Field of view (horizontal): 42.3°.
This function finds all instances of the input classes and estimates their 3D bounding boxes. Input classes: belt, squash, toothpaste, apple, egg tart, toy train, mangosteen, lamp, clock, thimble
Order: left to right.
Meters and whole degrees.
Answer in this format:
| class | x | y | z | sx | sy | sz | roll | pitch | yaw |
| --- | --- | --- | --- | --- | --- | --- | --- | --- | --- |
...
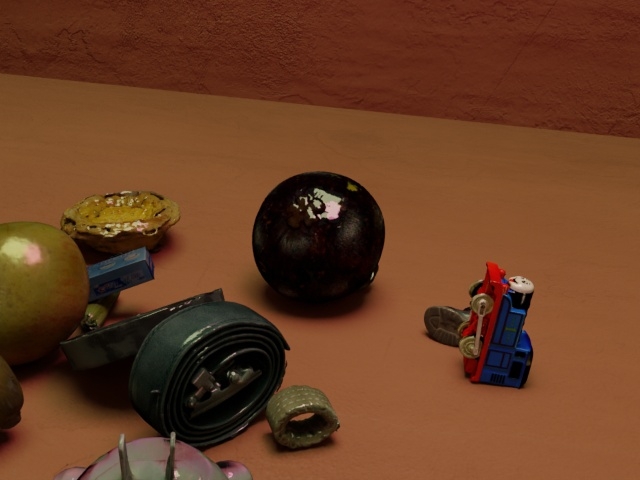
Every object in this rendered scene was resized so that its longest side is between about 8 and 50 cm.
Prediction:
| class | x | y | z | sx | sy | sz | roll | pitch | yaw |
| --- | --- | --- | --- | --- | --- | --- | --- | --- | --- |
| apple | -0.522 | 0.089 | 1.401 | 0.260 | 0.261 | 0.194 | 13 | -3 | 20 |
| toothpaste | -0.447 | 0.087 | 1.552 | 0.272 | 0.053 | 0.066 | -19 | 27 | -3 |
| squash | -0.422 | 0.124 | 1.581 | 0.052 | 0.052 | 0.183 | 4 | 25 | -1 |
| egg tart | -0.443 | -0.030 | 1.866 | 0.290 | 0.107 | 0.291 | 0 | 21 | 0 |
| lamp | -0.191 | 0.341 | 0.902 | 0.247 | 0.247 | 0.301 | -2 | 32 | -7 |
| clock | -0.289 | 0.148 | 1.380 | 0.280 | 0.055 | 0.280 | -19 | 1 | 0 |
| belt | -0.162 | 0.196 | 1.265 | 0.267 | 0.207 | 0.116 | -15 | 30 | -42 |
| thimble | -0.026 | 0.271 | 1.271 | 0.110 | 0.084 | 0.062 | 9 | 22 | -22 |
| mangosteen | 0.000 | 0.000 | 1.691 | 0.288 | 0.288 | 0.288 | 3 | 24 | -2 |
| toy train | 0.314 | 0.150 | 1.454 | 0.131 | 0.204 | 0.083 | 10 | 25 | 3 |

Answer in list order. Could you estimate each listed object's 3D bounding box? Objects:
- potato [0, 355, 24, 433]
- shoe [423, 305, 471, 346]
| class | x | y | z | sx | sy | sz | roll | pitch | yaw |
| --- | --- | --- | --- | --- | --- | --- | --- | --- | --- |
| potato | -0.597 | 0.213 | 1.160 | 0.351 | 0.202 | 0.218 | 18 | 48 | -20 |
| shoe | 0.287 | 0.159 | 1.600 | 0.169 | 0.071 | 0.099 | 15 | 23 | 15 |
